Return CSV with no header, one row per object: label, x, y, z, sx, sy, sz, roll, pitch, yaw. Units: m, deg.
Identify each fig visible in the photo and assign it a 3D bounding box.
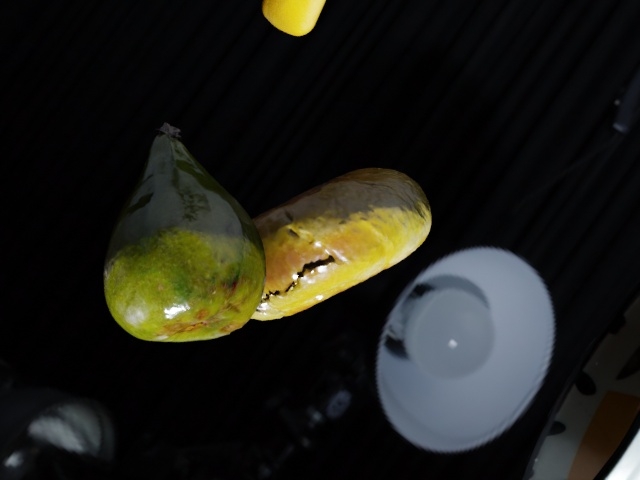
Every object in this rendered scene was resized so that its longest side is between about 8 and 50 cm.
fig,-0.107,-0.011,0.792,0.132,0.185,0.126,1,177,-30

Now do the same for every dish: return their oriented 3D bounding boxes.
dish,0.270,0.146,0.776,0.120,0.303,0.303,31,-179,5

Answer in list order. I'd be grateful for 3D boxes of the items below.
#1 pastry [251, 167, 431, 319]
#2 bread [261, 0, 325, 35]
pastry,0.000,0.000,1.482,0.356,0.356,0.164,5,-120,-87
bread,-0.020,-0.396,1.400,0.093,0.074,0.239,53,144,18
